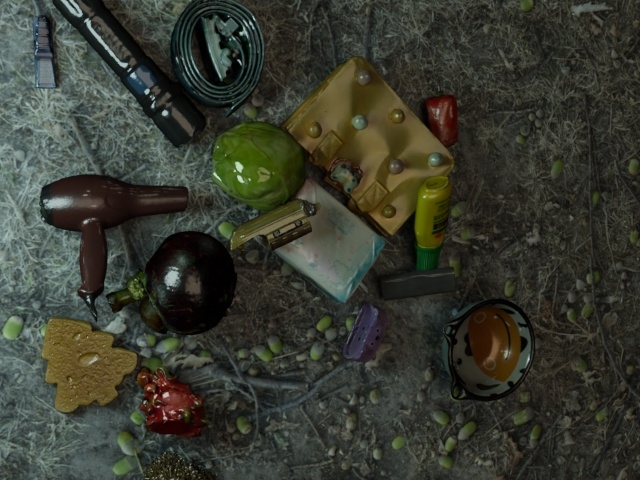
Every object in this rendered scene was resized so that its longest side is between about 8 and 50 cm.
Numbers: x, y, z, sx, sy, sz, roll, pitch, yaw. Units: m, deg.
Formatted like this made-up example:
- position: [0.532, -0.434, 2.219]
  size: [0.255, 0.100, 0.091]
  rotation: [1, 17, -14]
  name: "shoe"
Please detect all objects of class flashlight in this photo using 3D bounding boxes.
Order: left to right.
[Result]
- position: [-0.418, -0.386, 1.614]
  size: [0.103, 0.103, 0.424]
  rotation: [-45, 106, -13]
  name: "flashlight"

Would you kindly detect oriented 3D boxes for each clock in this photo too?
- position: [0.120, 0.237, 1.859]
  size: [0.050, 0.110, 0.153]
  rotation: [25, 85, -20]
  name: "clock"

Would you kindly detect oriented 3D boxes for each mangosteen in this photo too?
- position: [-0.328, 0.097, 1.619]
  size: [0.289, 0.231, 0.231]
  rotation: [-3, 95, -6]
  name: "mangosteen"

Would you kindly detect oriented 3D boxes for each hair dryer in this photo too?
- position: [-0.428, 0.013, 1.547]
  size: [0.312, 0.123, 0.340]
  rotation: [1, 59, -19]
  name: "hair dryer"

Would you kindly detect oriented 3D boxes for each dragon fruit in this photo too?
- position: [-0.347, 0.370, 1.677]
  size: [0.208, 0.133, 0.150]
  rotation: [49, 35, 10]
  name: "dragon fruit"

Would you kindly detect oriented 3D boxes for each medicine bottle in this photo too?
- position: [0.277, -0.018, 1.861]
  size: [0.111, 0.076, 0.309]
  rotation: [-33, 138, -36]
  name: "medicine bottle"

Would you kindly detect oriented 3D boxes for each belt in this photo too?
- position: [-0.233, -0.412, 1.669]
  size: [0.206, 0.116, 0.267]
  rotation: [-6, 94, -18]
  name: "belt"

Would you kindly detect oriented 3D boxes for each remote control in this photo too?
- position: [-0.592, -0.402, 1.574]
  size: [0.043, 0.027, 0.152]
  rotation: [-5, 98, -26]
  name: "remote control"

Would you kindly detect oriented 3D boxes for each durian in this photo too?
- position: [-0.321, 0.563, 1.683]
  size: [0.167, 0.196, 0.196]
  rotation: [-34, 106, -27]
  name: "durian"

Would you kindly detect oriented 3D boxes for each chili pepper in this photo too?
- position: [0.313, -0.341, 1.907]
  size: [0.084, 0.086, 0.192]
  rotation: [-7, 107, 7]
  name: "chili pepper"

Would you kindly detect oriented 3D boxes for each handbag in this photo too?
- position: [0.123, -0.227, 1.826]
  size: [0.283, 0.133, 0.401]
  rotation: [-47, 108, -7]
  name: "handbag"

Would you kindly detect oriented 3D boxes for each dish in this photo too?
- position: [0.428, 0.286, 1.979]
  size: [0.303, 0.120, 0.303]
  rotation: [-2, 95, -22]
  name: "dish"

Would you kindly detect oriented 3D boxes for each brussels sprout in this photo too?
- position: [-0.140, -0.178, 1.690]
  size: [0.223, 0.161, 0.223]
  rotation: [4, 71, -11]
  name: "brussels sprout"

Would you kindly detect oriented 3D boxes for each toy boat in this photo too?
- position: [-0.102, -0.026, 1.650]
  size: [0.226, 0.068, 0.088]
  rotation: [-27, 97, -13]
  name: "toy boat"

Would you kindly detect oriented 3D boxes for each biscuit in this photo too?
- position: [-0.531, 0.266, 1.640]
  size: [0.212, 0.041, 0.239]
  rotation: [-33, 105, -10]
  name: "biscuit"

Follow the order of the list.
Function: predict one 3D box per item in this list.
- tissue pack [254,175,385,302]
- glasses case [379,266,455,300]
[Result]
- position: [0.001, -0.002, 1.790]
  size: [0.271, 0.124, 0.201]
  rotation: [39, 76, -19]
  name: "tissue pack"
- position: [0.249, 0.112, 1.891]
  size: [0.190, 0.042, 0.072]
  rotation: [-7, 125, 2]
  name: "glasses case"
